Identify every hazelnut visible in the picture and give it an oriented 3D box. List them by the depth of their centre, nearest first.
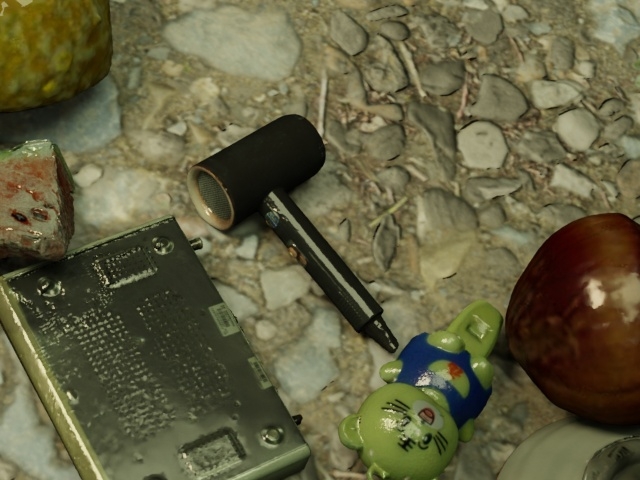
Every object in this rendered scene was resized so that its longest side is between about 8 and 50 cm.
[{"bbox_3d":[0.257,0.075,1.455,0.178,0.178,0.204,-6,59,-19],"label":"hazelnut"}]

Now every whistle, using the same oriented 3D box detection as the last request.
[{"bbox_3d":[0.103,0.136,1.429,0.105,0.085,0.227,40,56,0],"label":"whistle"}]

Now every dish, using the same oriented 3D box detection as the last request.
[{"bbox_3d":[0.283,0.252,1.403,0.260,0.085,0.260,7,56,-11],"label":"dish"}]

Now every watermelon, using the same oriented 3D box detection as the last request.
[{"bbox_3d":[-0.281,-0.011,1.415,0.187,0.071,0.139,-30,49,-34],"label":"watermelon"}]

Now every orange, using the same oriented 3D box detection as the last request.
[{"bbox_3d":[-0.347,-0.283,1.493,0.271,0.210,0.368,-25,67,-36],"label":"orange"}]

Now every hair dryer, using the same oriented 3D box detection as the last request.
[{"bbox_3d":[0.000,0.000,1.512,0.128,0.070,0.255,-35,80,-32],"label":"hair dryer"}]

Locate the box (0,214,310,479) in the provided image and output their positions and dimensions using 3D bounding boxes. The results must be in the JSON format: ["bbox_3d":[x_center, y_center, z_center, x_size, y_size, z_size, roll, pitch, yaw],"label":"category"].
[{"bbox_3d":[-0.148,0.114,1.398,0.211,0.045,0.270,-20,65,-24],"label":"box"}]
